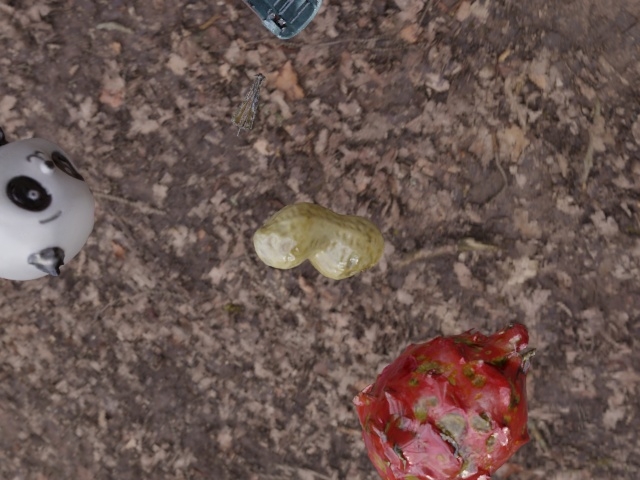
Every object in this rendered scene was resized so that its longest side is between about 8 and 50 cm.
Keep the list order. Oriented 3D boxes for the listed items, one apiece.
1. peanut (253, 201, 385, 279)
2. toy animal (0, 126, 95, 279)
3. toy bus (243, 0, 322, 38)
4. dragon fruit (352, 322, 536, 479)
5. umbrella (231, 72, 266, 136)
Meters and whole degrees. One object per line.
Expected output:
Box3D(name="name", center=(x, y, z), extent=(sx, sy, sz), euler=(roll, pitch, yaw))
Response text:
Box3D(name="peanut", center=(0.000, 0.000, 1.172), extent=(0.229, 0.103, 0.098), euler=(11, 133, -33))
Box3D(name="toy animal", center=(-0.389, -0.051, 0.930), extent=(0.235, 0.187, 0.165), euler=(20, 122, 7))
Box3D(name="toy bus", center=(-0.106, -0.449, 1.285), extent=(0.121, 0.265, 0.120), euler=(-47, 59, 8))
Box3D(name="dragon fruit", center=(0.175, 0.215, 1.007), extent=(0.268, 0.205, 0.210), euler=(-45, 116, -1))
Box3D(name="umbrella", center=(-0.088, -0.167, 0.953), extent=(0.031, 0.020, 0.083), euler=(22, 96, -34))
